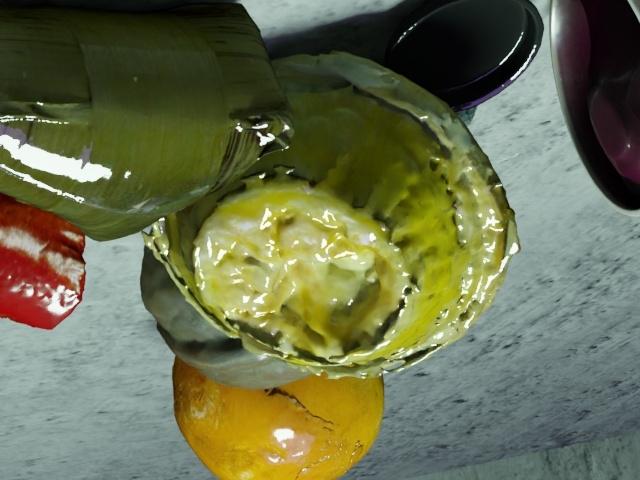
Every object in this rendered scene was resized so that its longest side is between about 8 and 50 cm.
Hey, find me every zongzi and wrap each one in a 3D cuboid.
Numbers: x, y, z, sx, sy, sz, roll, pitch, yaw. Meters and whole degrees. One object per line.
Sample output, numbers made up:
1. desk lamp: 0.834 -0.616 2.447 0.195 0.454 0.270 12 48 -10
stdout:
1. zongzi: -0.202 -0.057 1.385 0.274 0.145 0.300 -2 156 -37

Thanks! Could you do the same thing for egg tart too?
1. egg tart: 0.000 0.000 1.548 0.315 0.315 0.120 -25 -156 27

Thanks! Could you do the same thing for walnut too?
1. walnut: -0.056 0.030 1.756 0.224 0.224 0.224 -15 164 -4

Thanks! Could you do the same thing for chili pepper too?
1. chili pepper: -0.335 -0.003 1.473 0.134 0.131 0.338 24 -167 39

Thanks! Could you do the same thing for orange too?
1. orange: -0.046 0.164 2.133 0.240 0.240 0.240 -15 164 -4

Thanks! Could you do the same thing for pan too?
1. pan: 0.082 -0.118 1.563 0.136 0.028 0.235 14 128 -40

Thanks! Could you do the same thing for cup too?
1. cup: 0.330 -0.138 1.546 0.273 0.208 0.288 -15 163 -11

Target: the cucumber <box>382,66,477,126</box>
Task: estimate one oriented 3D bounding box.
1. cucumber: 0.077 -0.119 1.632 0.112 0.064 0.064 -8 162 -33
